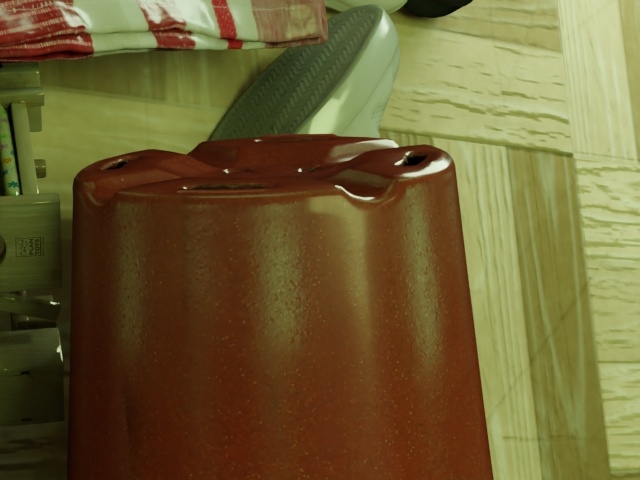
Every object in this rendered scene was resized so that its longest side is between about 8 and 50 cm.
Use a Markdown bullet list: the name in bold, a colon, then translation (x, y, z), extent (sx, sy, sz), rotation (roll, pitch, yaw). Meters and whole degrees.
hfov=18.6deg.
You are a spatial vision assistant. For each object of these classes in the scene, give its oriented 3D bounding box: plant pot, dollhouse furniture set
- **plant pot**: translation (-0.023, 0.086, 1.045), extent (0.272, 0.272, 0.265), rotation (-13, 106, -45)
- **dollhouse furniture set**: translation (-0.204, -0.007, 1.104), extent (0.101, 0.161, 0.182), rotation (-4, 37, -11)

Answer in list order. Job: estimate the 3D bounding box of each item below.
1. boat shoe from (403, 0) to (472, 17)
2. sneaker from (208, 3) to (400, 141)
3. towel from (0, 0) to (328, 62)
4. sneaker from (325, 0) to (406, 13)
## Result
- **boat shoe**: translation (0.121, -0.342, 1.424), extent (0.127, 0.158, 0.340), rotation (7, 75, -43)
- **sneaker**: translation (0.000, 0.000, 1.264), extent (0.169, 0.108, 0.292), rotation (46, 61, -28)
- **towel**: translation (-0.112, -0.225, 1.126), extent (0.329, 0.037, 0.237), rotation (-9, 99, -49)
- **sneaker**: translation (0.002, -0.247, 1.313), extent (0.232, 0.115, 0.090), rotation (47, 49, -26)
